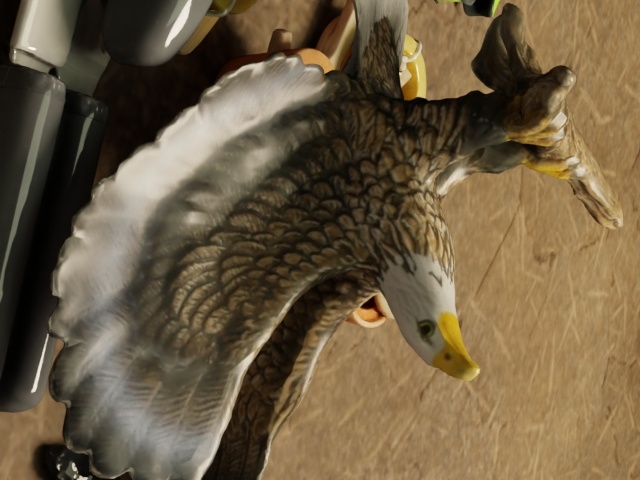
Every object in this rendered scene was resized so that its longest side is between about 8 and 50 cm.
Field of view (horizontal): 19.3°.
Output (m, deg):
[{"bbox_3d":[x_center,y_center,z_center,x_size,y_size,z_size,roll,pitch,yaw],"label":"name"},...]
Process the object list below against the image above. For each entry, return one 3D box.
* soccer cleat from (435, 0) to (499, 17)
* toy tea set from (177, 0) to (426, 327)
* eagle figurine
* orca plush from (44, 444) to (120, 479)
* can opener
[{"bbox_3d":[0.085,-0.198,1.239,0.179,0.060,0.072,24,77,-60],"label":"soccer cleat"},{"bbox_3d":[0.025,-0.103,1.096,0.200,0.124,0.336,-56,139,-37],"label":"toy tea set"},{"bbox_3d":[0.003,0.006,0.961,0.226,0.298,0.225,57,4,-21],"label":"eagle figurine"},{"bbox_3d":[-0.120,0.172,0.937,0.287,0.102,0.151,47,57,-51],"label":"orca plush"},{"bbox_3d":[-0.124,-0.054,0.909,0.074,0.093,0.280,26,79,-58],"label":"can opener"}]
